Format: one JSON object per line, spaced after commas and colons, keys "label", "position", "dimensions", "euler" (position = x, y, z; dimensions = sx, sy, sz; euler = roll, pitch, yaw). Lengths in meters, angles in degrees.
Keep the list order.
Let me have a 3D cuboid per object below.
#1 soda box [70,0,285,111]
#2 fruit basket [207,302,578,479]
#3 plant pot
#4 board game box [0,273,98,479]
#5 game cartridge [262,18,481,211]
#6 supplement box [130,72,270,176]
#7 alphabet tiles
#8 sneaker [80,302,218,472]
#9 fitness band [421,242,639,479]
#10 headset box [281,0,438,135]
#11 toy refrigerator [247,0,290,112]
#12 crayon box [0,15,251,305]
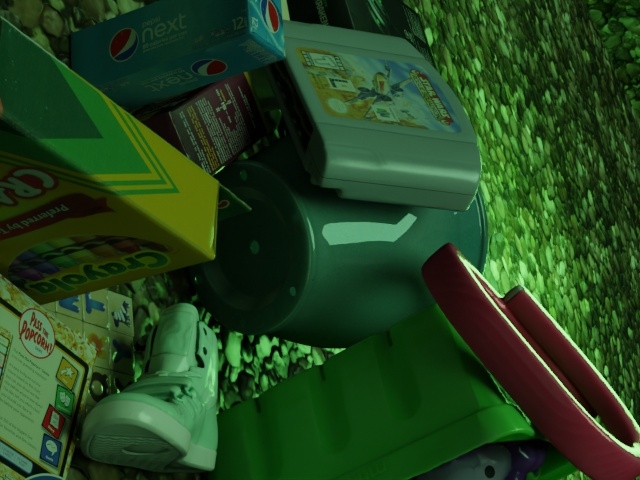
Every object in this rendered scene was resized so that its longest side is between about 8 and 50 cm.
{"label": "soda box", "position": [-0.141, -0.190, 1.326], "dimensions": [0.067, 0.210, 0.071], "euler": [28, 52, -57]}
{"label": "fruit basket", "position": [0.097, 0.299, 1.370], "dimensions": [0.283, 0.392, 0.392], "euler": [29, 52, -57]}
{"label": "plant pot", "position": [0.000, 0.000, 1.487], "dimensions": [0.255, 0.272, 0.271], "euler": [-9, 84, -49]}
{"label": "board game box", "position": [-0.258, 0.136, 1.089], "dimensions": [0.147, 0.045, 0.193], "euler": [46, 39, -39]}
{"label": "game cartridge", "position": [0.055, -0.141, 1.449], "dimensions": [0.297, 0.198, 0.062], "euler": [-113, -149, -49]}
{"label": "supplement box", "position": [-0.142, -0.108, 1.405], "dimensions": [0.080, 0.104, 0.188], "euler": [68, 26, -13]}
{"label": "alphabet tiles", "position": [-0.230, 0.070, 1.240], "dimensions": [0.198, 0.009, 0.237], "euler": [27, 53, -57]}
{"label": "sneaker", "position": [-0.151, 0.123, 1.219], "dimensions": [0.256, 0.094, 0.151], "euler": [62, 26, -74]}
{"label": "fitness band", "position": [0.212, 0.117, 1.333], "dimensions": [0.291, 0.054, 0.209], "euler": [50, 13, 14]}
{"label": "headset box", "position": [0.047, -0.213, 1.768], "dimensions": [0.283, 0.131, 0.246], "euler": [22, 48, -58]}
{"label": "toy refrigerator", "position": [-0.107, -0.287, 1.593], "dimensions": [0.102, 0.094, 0.269], "euler": [4, 73, -56]}
{"label": "crayon box", "position": [-0.221, -0.038, 1.076], "dimensions": [0.318, 0.202, 0.081], "euler": [36, 46, -49]}
